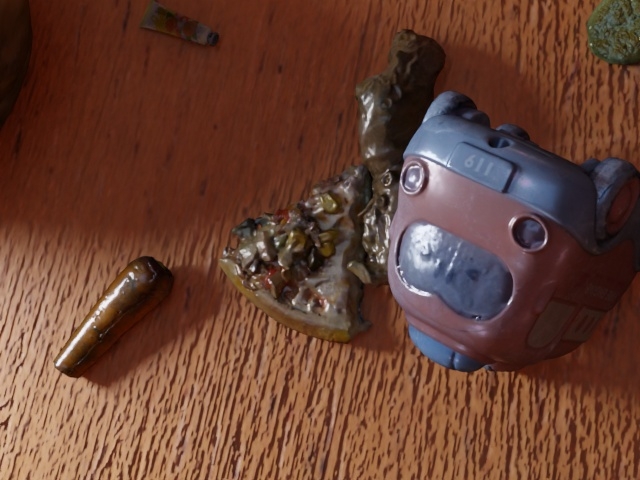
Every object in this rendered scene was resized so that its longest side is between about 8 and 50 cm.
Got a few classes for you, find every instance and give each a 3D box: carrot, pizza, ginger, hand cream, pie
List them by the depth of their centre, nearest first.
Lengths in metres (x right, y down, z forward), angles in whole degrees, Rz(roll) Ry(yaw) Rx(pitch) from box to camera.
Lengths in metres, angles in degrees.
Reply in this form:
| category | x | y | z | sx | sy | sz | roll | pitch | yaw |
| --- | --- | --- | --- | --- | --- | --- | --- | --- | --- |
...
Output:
| category | x | y | z | sx | sy | sz | roll | pitch | yaw |
| --- | --- | --- | --- | --- | --- | --- | --- | --- | --- |
| ginger | 0.091 | -0.089 | 1.204 | 0.122 | 0.084 | 0.290 | 3 | 79 | -5 |
| pie | 0.321 | -0.223 | 1.221 | 0.085 | 0.017 | 0.085 | -2 | 79 | 11 |
| pizza | 0.000 | 0.000 | 1.228 | 0.185 | 0.052 | 0.195 | 30 | 85 | 13 |
| carrot | -0.226 | 0.084 | 1.260 | 0.161 | 0.055 | 0.055 | -46 | 73 | 7 |
| hand cream | -0.163 | -0.246 | 1.329 | 0.102 | 0.022 | 0.035 | 24 | 90 | 20 |

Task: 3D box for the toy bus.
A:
| category | x | y | z | sx | sy | sz | roll | pitch | yaw |
| --- | --- | --- | --- | --- | --- | --- | --- | --- | --- |
| toy bus | 0.179 | 0.014 | 1.069 | 0.197 | 0.294 | 0.232 | 28 | 98 | 30 |

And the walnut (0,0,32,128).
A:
| category | x | y | z | sx | sy | sz | roll | pitch | yaw |
| --- | --- | --- | --- | --- | --- | --- | --- | --- | --- |
| walnut | -0.488 | -0.215 | 1.231 | 0.383 | 0.383 | 0.383 | -2 | 78 | 12 |
